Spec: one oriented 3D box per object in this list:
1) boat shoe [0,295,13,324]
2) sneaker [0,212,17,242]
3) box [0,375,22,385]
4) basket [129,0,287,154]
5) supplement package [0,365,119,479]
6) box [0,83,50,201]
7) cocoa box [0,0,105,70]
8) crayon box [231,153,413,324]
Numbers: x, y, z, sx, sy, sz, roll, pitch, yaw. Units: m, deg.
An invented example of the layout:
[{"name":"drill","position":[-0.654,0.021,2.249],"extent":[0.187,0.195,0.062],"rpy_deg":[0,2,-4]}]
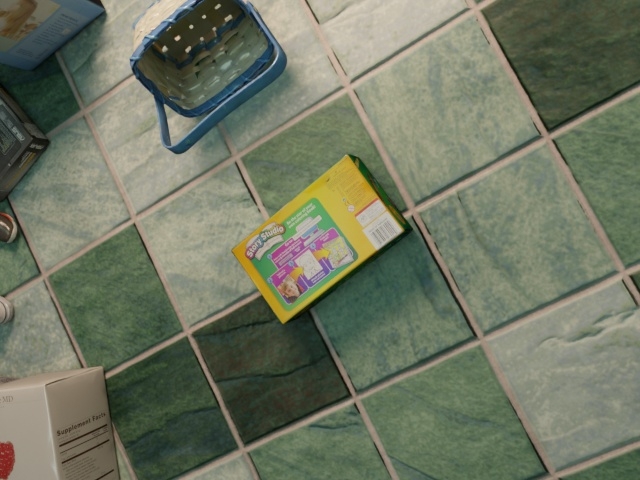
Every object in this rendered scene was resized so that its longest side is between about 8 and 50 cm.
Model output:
[{"name":"boat shoe","position":[-0.766,0.121,1.415],"extent":[0.226,0.076,0.083],"rpy_deg":[13,95,17]},{"name":"sneaker","position":[-0.714,-0.044,1.400],"extent":[0.158,0.065,0.061],"rpy_deg":[32,100,15]},{"name":"box","position":[-0.690,0.360,1.399],"extent":[0.126,0.072,0.137],"rpy_deg":[3,93,18]},{"name":"basket","position":[-0.193,-0.315,1.143],"extent":[0.255,0.201,0.289],"rpy_deg":[-33,51,16]},{"name":"supplement package","position":[-0.527,0.413,1.294],"extent":[0.177,0.175,0.293],"rpy_deg":[-10,88,18]},{"name":"box","position":[-0.706,-0.224,1.399],"extent":[0.183,0.056,0.231],"rpy_deg":[-46,78,14]},{"name":"cocoa box","position":[-0.621,-0.495,1.214],"extent":[0.231,0.347,0.228],"rpy_deg":[-31,82,16]},{"name":"crayon box","position":[0.000,0.000,1.168],"extent":[0.278,0.081,0.165],"rpy_deg":[-38,80,15]}]
